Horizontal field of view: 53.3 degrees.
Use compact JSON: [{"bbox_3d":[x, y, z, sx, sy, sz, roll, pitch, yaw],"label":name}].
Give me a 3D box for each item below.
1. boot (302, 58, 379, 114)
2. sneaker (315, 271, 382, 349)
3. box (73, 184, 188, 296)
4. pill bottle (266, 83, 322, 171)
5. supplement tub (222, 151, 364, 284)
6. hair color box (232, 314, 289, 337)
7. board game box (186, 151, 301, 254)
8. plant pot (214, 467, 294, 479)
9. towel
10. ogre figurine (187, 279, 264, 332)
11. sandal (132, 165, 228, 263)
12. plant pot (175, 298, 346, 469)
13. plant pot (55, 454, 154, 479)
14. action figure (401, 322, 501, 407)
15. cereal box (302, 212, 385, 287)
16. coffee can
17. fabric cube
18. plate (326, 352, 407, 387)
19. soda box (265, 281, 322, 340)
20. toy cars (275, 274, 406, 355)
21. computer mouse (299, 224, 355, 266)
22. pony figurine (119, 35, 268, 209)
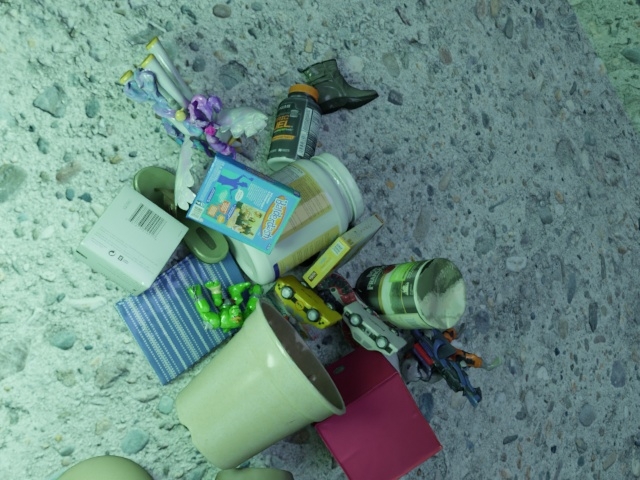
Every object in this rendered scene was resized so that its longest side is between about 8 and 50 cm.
[{"bbox_3d":[0.068,-0.488,1.966,0.246,0.083,0.161,-18,88,-37],"label":"boot"},{"bbox_3d":[0.085,0.194,1.858,0.120,0.112,0.299,-31,113,0],"label":"sneaker"},{"bbox_3d":[-0.441,0.003,1.486,0.181,0.119,0.182,37,61,-15],"label":"box"},{"bbox_3d":[-0.068,-0.316,1.810,0.130,0.130,0.246,20,72,-32],"label":"pill bottle"},{"bbox_3d":[-0.078,-0.063,1.654,0.331,0.241,0.241,-32,102,-18],"label":"supplement tub"},{"bbox_3d":[-0.157,0.243,1.700,0.141,0.072,0.043,-21,97,-34],"label":"hair color box"},{"bbox_3d":[-0.172,-0.081,1.437,0.210,0.047,0.160,26,109,-14],"label":"board game box"},{"bbox_3d":[-0.163,0.698,1.512,0.323,0.323,0.281,18,57,-32],"label":"plant pot"},{"bbox_3d":[-0.326,0.170,1.620,0.336,0.040,0.243,-36,106,-32],"label":"towel"},{"bbox_3d":[-0.230,0.167,1.612,0.197,0.096,0.118,12,61,-49],"label":"ogre figurine"},{"bbox_3d":[-0.335,-0.074,1.594,0.303,0.086,0.120,46,60,-5],"label":"sandal"},{"bbox_3d":[-0.160,0.362,1.512,0.305,0.334,0.334,-38,108,1],"label":"plant pot"},{"bbox_3d":[-0.447,0.622,1.367,0.284,0.190,0.285,6,79,-35],"label":"plant pot"},{"bbox_3d":[0.401,0.399,1.996,0.329,0.179,0.341,-6,47,-29],"label":"action figure"},{"bbox_3d":[0.068,0.024,1.720,0.047,0.173,0.240,46,33,8],"label":"cereal box"},{"bbox_3d":[0.262,0.163,1.883,0.201,0.275,0.202,6,80,-35],"label":"coffee can"},{"bbox_3d":[0.122,0.469,1.699,0.254,0.258,0.259,-31,102,-5],"label":"fabric cube"},{"bbox_3d":[0.164,0.457,1.913,0.277,0.045,0.278,-21,96,-36],"label":"plate"},{"bbox_3d":[-0.069,0.196,1.774,0.058,0.063,0.183,-46,110,-31],"label":"soda box"},{"bbox_3d":[0.045,0.217,1.706,0.393,0.176,0.087,24,112,-20],"label":"toy cars"},{"bbox_3d":[0.000,0.000,1.859,0.184,0.060,0.262,43,52,-21],"label":"computer mouse"},{"bbox_3d":[-0.305,-0.292,1.539,0.302,0.351,0.363,-39,119,11],"label":"pony figurine"}]
